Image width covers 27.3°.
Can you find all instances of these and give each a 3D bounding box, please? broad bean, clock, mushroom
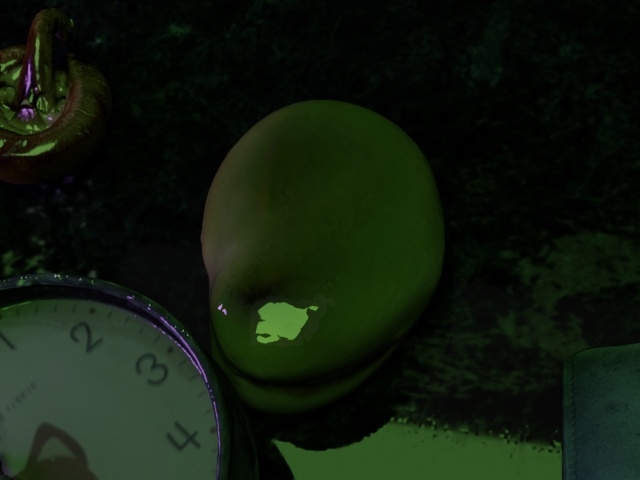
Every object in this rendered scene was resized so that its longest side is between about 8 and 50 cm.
[{"bbox_3d":[0.000,0.000,1.000,0.189,0.121,0.263,6,65,8],"label":"broad bean"},{"bbox_3d":[-0.203,0.171,0.886,0.325,0.067,0.325,-6,57,9],"label":"clock"},{"bbox_3d":[-0.242,-0.121,1.121,0.135,0.080,0.170,13,67,2],"label":"mushroom"}]

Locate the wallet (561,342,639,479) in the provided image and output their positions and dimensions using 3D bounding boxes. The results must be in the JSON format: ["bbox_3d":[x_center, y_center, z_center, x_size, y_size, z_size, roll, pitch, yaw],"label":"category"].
[{"bbox_3d":[0.300,0.137,0.842,0.290,0.054,0.251,-1,21,10],"label":"wallet"}]
